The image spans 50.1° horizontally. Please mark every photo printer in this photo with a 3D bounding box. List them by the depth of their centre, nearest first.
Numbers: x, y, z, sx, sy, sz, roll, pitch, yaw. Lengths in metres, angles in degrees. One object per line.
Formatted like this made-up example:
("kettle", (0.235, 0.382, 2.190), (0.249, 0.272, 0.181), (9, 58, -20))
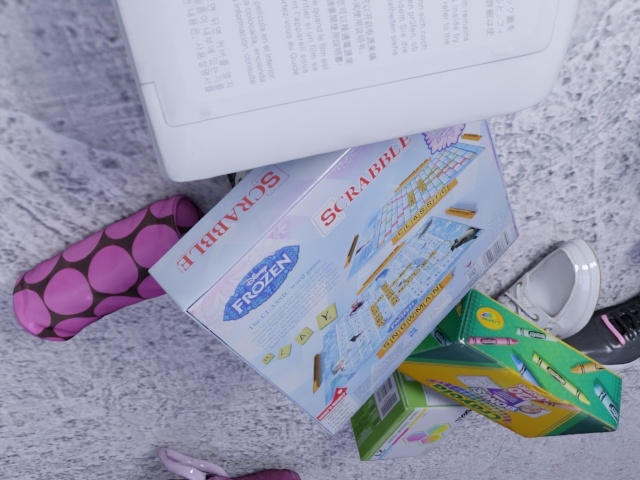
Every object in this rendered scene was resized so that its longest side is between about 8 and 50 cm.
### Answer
("photo printer", (0.019, -0.185, 0.441), (0.308, 0.107, 0.255), (-13, 119, -4))

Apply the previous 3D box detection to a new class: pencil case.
("pencil case", (-0.207, 0.036, 0.710), (0.209, 0.095, 0.098), (-22, 158, 13))

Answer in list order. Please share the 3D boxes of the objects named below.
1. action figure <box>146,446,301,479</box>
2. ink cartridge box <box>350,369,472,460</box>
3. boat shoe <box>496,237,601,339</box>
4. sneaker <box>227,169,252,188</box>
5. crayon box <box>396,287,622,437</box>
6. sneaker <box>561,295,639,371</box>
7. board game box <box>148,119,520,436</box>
("action figure", (-0.151, 0.466, 1.242), (0.370, 0.248, 0.275), (0, 98, -38))
("ink cartridge box", (0.203, 0.279, 1.143), (0.255, 0.097, 0.188), (4, 138, -22))
("boat shoe", (0.291, 0.102, 0.951), (0.096, 0.098, 0.277), (-5, 142, -14))
("sneaker", (0.000, 0.000, 0.727), (0.118, 0.107, 0.279), (-25, 144, -2))
("crayon box", (0.247, 0.176, 0.930), (0.279, 0.081, 0.165), (30, 150, -19))
("sneaker", (0.495, 0.105, 1.028), (0.296, 0.104, 0.146), (-11, 141, -15))
("board game box", (0.046, 0.009, 0.667), (0.318, 0.066, 0.318), (-45, 141, -9))
